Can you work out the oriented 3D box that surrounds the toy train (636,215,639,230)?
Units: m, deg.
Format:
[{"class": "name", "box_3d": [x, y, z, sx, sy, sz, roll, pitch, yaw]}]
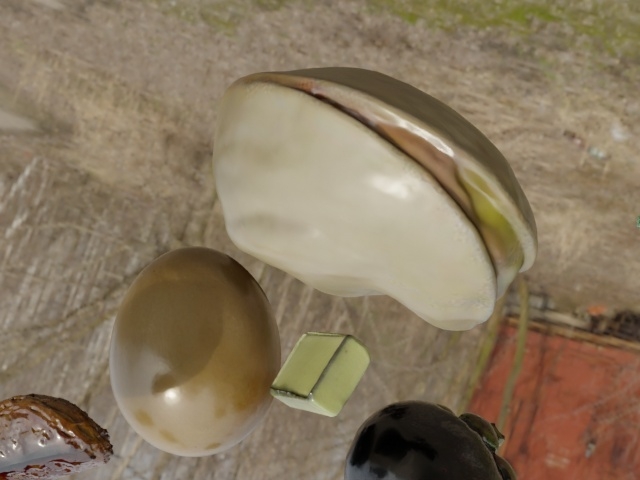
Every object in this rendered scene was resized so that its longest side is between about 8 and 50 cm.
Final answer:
[{"class": "toy train", "box_3d": [0.571, -0.016, 1.654, 0.092, 0.029, 0.045, 24, -149, -15]}]

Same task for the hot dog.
[{"class": "hot dog", "box_3d": [-0.399, 0.288, 1.382, 0.227, 0.099, 0.160, -12, 141, 15]}]

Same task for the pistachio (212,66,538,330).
[{"class": "pistachio", "box_3d": [0.055, -0.054, 1.225, 0.445, 0.281, 0.365, 30, 157, 21]}]

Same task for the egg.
[{"class": "egg", "box_3d": [-0.218, 0.192, 1.737, 0.301, 0.374, 0.301, 4, 157, 2]}]

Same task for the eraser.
[{"class": "eraser", "box_3d": [-0.001, 0.197, 1.462, 0.058, 0.117, 0.172, 39, 163, -16]}]

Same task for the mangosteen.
[{"class": "mangosteen", "box_3d": [0.192, 0.378, 1.593, 0.302, 0.275, 0.275, -23, -156, -35]}]
